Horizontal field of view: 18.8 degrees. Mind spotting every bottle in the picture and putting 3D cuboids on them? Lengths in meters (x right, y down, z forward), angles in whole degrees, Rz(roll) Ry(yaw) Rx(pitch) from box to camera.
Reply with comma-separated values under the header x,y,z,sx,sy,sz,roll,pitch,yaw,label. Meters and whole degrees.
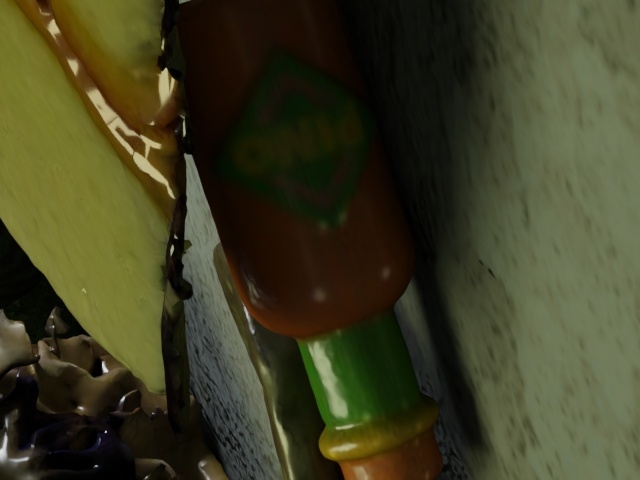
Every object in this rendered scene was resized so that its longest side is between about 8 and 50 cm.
x,y,z,sx,sy,sz,roll,pitch,yaw,label
0.000,0.000,0.674,0.069,0.069,0.187,-173,64,-75,bottle

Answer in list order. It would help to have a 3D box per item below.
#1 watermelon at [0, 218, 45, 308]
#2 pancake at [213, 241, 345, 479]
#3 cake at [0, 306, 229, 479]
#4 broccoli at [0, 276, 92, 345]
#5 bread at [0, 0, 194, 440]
x,y,z,sx,sy,sz,roll,pitch,yaw,label
-0.275,-0.042,1.391,0.212,0.212,0.212,162,90,-76,watermelon
0.009,0.108,0.787,0.222,0.042,0.236,75,177,-67,pancake
-0.199,0.194,1.158,0.321,0.332,0.332,84,162,-53,cake
-0.292,0.137,1.557,0.321,0.284,0.303,115,167,-58,broccoli
-0.069,-0.207,0.574,0.405,0.242,0.345,47,156,11,bread
